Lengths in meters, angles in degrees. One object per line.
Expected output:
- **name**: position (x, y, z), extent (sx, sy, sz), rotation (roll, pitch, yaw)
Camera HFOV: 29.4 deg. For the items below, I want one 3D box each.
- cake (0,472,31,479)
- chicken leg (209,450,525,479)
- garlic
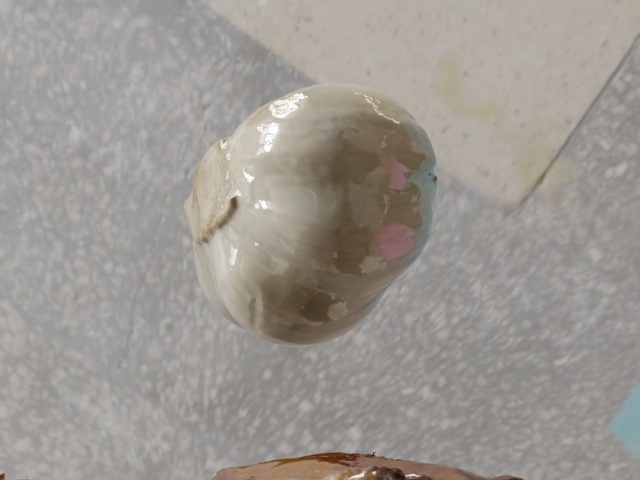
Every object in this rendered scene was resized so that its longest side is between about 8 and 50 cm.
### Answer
- **cake**: position (-0.143, 0.232, 0.562), extent (0.159, 0.158, 0.262), rotation (49, 66, -17)
- **chicken leg**: position (0.087, 0.125, 0.375), extent (0.304, 0.093, 0.113), rotation (3, 32, 24)
- **garlic**: position (0.000, 0.000, 0.871), extent (0.178, 0.229, 0.143), rotation (4, 47, -18)
